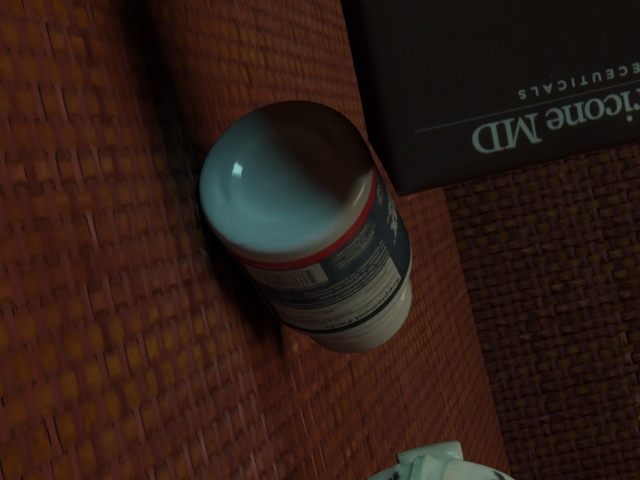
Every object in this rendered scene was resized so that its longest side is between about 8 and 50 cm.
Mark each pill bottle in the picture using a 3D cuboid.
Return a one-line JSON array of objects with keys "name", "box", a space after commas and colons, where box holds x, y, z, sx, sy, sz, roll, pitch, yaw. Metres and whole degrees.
[{"name": "pill bottle", "box": [0.000, 0.000, 1.002, 0.180, 0.108, 0.108, 60, 20, -59]}]

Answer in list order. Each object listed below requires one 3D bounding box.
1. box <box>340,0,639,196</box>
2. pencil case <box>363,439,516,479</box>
[{"name": "box", "box": [0.086, -0.235, 0.857, 0.143, 0.191, 0.381, -103, 180, -71]}, {"name": "pencil case", "box": [0.050, 0.241, 0.831, 0.410, 0.160, 0.184, -52, 143, -76]}]
